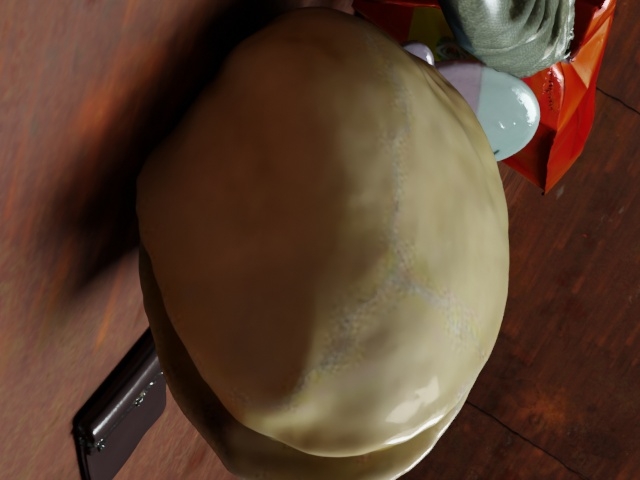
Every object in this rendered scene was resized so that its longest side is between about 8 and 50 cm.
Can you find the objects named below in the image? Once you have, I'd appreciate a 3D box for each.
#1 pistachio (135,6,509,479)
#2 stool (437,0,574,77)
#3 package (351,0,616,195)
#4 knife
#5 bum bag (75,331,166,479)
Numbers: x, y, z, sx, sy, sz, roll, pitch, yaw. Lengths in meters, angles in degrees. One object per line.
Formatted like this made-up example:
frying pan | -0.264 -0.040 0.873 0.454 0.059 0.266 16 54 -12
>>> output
pistachio | 0.000 0.000 0.811 0.229 0.238 0.321 90 2 -60
stool | 0.163 -0.247 0.599 0.310 0.226 0.310 -13 97 -72
package | 0.141 -0.157 1.082 0.123 0.196 0.423 -64 167 -5
knife | 0.020 -0.005 1.017 0.398 0.132 0.038 -50 -158 41
bum bag | -0.154 0.143 1.031 0.109 0.026 0.159 -53 167 -28
